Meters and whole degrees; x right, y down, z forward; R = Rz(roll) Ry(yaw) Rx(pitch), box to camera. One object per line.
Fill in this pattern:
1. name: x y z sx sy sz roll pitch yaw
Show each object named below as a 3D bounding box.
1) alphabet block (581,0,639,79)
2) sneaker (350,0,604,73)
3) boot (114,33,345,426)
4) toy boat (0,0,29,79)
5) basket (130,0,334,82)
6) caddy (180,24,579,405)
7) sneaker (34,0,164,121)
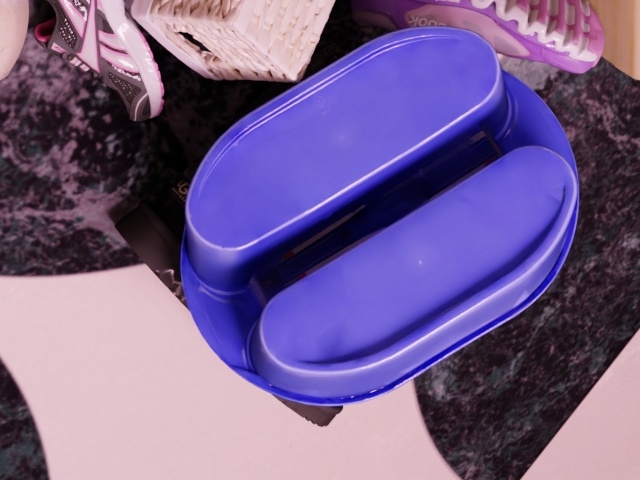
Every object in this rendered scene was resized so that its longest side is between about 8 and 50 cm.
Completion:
1. alphabet block: 0.289 -0.294 1.631 0.192 0.193 0.197 -29 137 -17
2. sneaker: 0.127 -0.194 1.603 0.236 0.095 0.104 21 129 -5
3. boot: 0.002 0.002 1.676 0.260 0.131 0.348 -43 139 -4
4. toy boat: -0.338 -0.197 1.192 0.318 0.267 0.148 34 100 -18
5. basket: -0.051 -0.215 1.435 0.113 0.103 0.167 37 70 -50
6. caddy: 0.048 -0.017 1.484 0.341 0.241 0.179 -31 172 -4
7. sneaker: -0.183 -0.163 1.450 0.077 0.072 0.178 -26 128 -5
